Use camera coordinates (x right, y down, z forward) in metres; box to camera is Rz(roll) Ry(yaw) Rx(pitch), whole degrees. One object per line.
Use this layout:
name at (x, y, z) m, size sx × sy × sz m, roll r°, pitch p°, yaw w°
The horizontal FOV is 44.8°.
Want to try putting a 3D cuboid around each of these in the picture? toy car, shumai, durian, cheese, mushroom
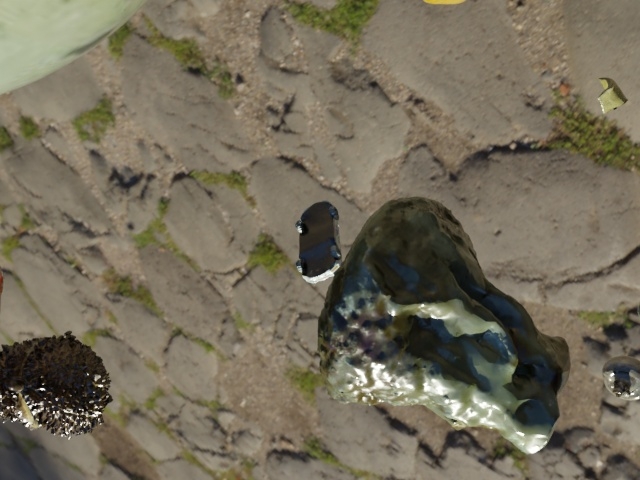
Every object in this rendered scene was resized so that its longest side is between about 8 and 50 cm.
toy car at (0.000, 0.000, 1.614) m, size 0.095 × 0.205 × 0.056 m, roll -24°, pitch 131°, yaw 21°
shumai at (0.133, 0.088, 0.756) m, size 0.204 × 0.222 × 0.272 m, roll 20°, pitch 172°, yaw 36°
durian at (-0.418, 0.222, 1.179) m, size 0.196 × 0.196 × 0.167 m, roll -25°, pitch 69°, yaw 47°
cheese at (0.569, -0.284, 1.518) m, size 0.041 × 0.084 × 0.060 m, roll -19°, pitch 116°, yaw 42°
mushroom at (0.527, 0.246, 1.342) m, size 0.085 × 0.079 × 0.085 m, roll 15°, pitch 125°, yaw 22°

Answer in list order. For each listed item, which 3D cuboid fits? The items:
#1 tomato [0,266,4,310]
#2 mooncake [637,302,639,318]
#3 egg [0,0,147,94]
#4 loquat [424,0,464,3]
tomato at (-0.524, 0.049, 0.874) m, size 0.316 × 0.282 × 0.316 m, roll 49°, pitch -179°, yaw -1°
mooncake at (0.174, 0.021, 0.253) m, size 0.073 × 0.125 × 0.130 m, roll 44°, pitch 111°, yaw 6°
egg at (-0.268, -0.274, 0.541) m, size 0.345 × 0.428 × 0.345 m, roll 38°, pitch -178°, yaw -1°
loquat at (0.243, -0.522, 1.507) m, size 0.137 × 0.137 × 0.113 m, roll 14°, pitch 153°, yaw 31°
